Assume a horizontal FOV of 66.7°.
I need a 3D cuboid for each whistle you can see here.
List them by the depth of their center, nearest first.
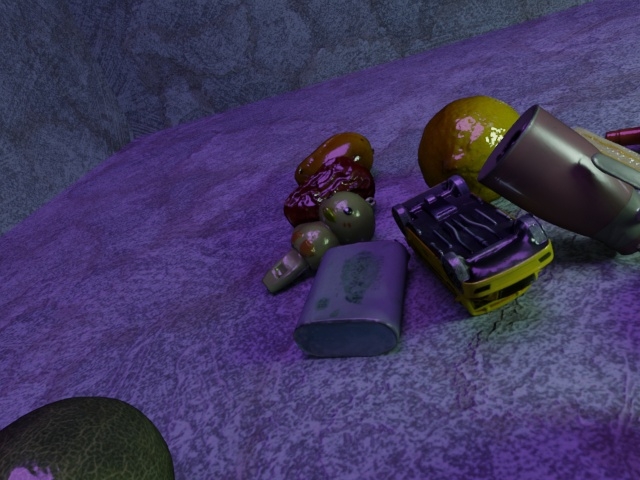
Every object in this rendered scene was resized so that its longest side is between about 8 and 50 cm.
[{"bbox_3d":[0.000,-0.007,1.023,0.294,0.141,0.141,-32,30,-19],"label":"whistle"}]

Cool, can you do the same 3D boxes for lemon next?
[{"bbox_3d":[0.322,-0.188,1.030,0.236,0.236,0.263,-14,35,12],"label":"lemon"}]

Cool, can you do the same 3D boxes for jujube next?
[{"bbox_3d":[0.021,-0.101,1.172,0.230,0.155,0.155,-37,30,-10],"label":"jujube"}]

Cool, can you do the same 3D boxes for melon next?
[{"bbox_3d":[-0.289,0.318,0.516,0.238,0.237,0.301,-11,31,18],"label":"melon"}]

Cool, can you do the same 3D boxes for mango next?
[{"bbox_3d":[0.040,-0.211,1.362,0.236,0.136,0.166,-26,31,-1],"label":"mango"}]

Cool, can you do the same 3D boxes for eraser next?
[{"bbox_3d":[0.063,0.094,0.854,0.174,0.081,0.227,-9,29,20],"label":"eraser"}]

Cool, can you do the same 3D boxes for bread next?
[{"bbox_3d":[0.572,-0.164,0.954,0.152,0.105,0.077,10,47,45],"label":"bread"}]

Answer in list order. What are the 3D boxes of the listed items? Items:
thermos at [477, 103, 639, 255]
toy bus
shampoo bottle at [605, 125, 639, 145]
[{"bbox_3d":[0.404,-0.085,0.761,0.146,0.265,0.176,-55,-4,-12],"label":"thermos"},{"bbox_3d":[0.241,0.011,0.811,0.144,0.152,0.330,-27,25,0],"label":"toy bus"},{"bbox_3d":[0.719,-0.222,0.987,0.244,0.085,0.085,-1,33,36],"label":"shampoo bottle"}]
